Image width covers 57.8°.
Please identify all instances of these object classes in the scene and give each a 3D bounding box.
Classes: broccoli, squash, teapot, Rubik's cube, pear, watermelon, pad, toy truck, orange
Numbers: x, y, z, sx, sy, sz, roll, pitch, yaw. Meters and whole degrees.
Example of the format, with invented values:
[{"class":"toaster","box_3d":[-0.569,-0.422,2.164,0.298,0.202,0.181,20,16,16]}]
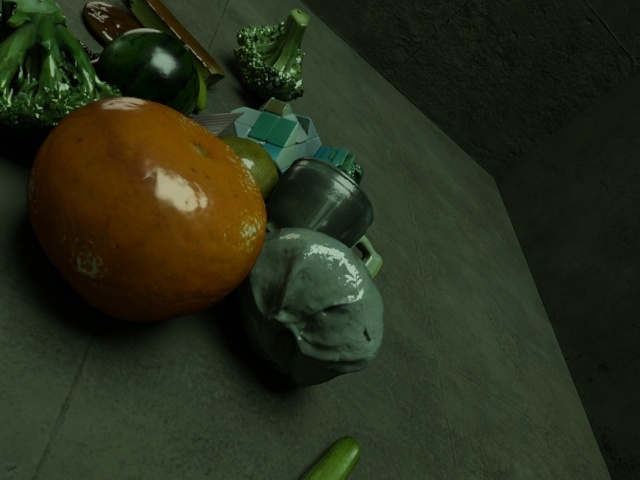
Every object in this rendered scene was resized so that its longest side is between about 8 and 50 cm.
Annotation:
[{"class":"broccoli","box_3d":[-0.169,-0.623,1.954,0.249,0.302,0.375,6,43,1]},{"class":"squash","box_3d":[0.016,0.459,1.141,0.069,0.069,0.239,54,29,8]},{"class":"teapot","box_3d":[-0.019,-0.010,1.372,0.239,0.239,0.321,-53,143,-23]},{"class":"broccoli","box_3d":[-0.538,-0.306,1.076,0.308,0.275,0.308,12,41,-10]},{"class":"Rubik's cube","box_3d":[-0.145,-0.259,1.620,0.213,0.265,0.224,21,-18,22]},{"class":"pear","box_3d":[-0.214,-0.147,1.384,0.229,0.188,0.211,9,33,-5]},{"class":"watermelon","box_3d":[-0.399,-0.367,1.348,0.242,0.242,0.242,34,32,-26]},{"class":"pad","box_3d":[-0.324,-0.262,1.414,0.299,0.202,0.005,-65,150,-58]},{"class":"toy truck","box_3d":[0.025,-0.116,1.629,0.156,0.278,0.155,15,35,7]},{"class":"orange","box_3d":[-0.301,-0.049,1.030,0.424,0.326,0.424,36,19,-14]}]

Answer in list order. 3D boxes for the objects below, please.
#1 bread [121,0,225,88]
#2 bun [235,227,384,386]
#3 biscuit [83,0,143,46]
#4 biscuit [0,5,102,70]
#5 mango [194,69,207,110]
[{"class":"bread","box_3d":[-0.441,-0.607,1.721,0.361,0.077,0.138,47,14,-5]},{"class":"bun","box_3d":[-0.044,0.140,1.168,0.354,0.354,0.194,49,46,-1]},{"class":"biscuit","box_3d":[-0.551,-0.579,1.597,0.212,0.036,0.212,36,31,-25]},{"class":"biscuit","box_3d":[-0.611,-0.461,1.348,0.235,0.063,0.151,39,30,-14]},{"class":"mango","box_3d":[-0.397,-0.450,1.593,0.233,0.111,0.125,49,38,-28]}]
